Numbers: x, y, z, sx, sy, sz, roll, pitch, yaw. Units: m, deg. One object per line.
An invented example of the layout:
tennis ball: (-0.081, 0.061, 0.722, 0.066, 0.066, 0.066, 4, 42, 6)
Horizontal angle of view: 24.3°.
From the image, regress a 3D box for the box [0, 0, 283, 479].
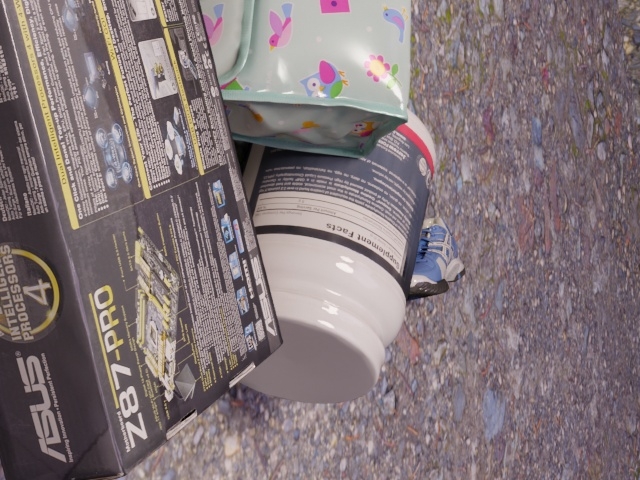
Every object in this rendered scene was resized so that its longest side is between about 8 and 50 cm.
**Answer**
box: (-0.154, -0.064, 1.044, 0.318, 0.097, 0.395, -39, 117, -71)

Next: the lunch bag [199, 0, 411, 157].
lunch bag: (-0.059, -0.204, 1.310, 0.160, 0.262, 0.224, 144, -49, -69)

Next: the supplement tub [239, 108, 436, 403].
supplement tub: (0.000, 0.000, 1.442, 0.191, 0.191, 0.272, 56, 39, -47)

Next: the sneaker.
sneaker: (0.122, 0.026, 1.847, 0.211, 0.080, 0.081, -36, 114, -72)
